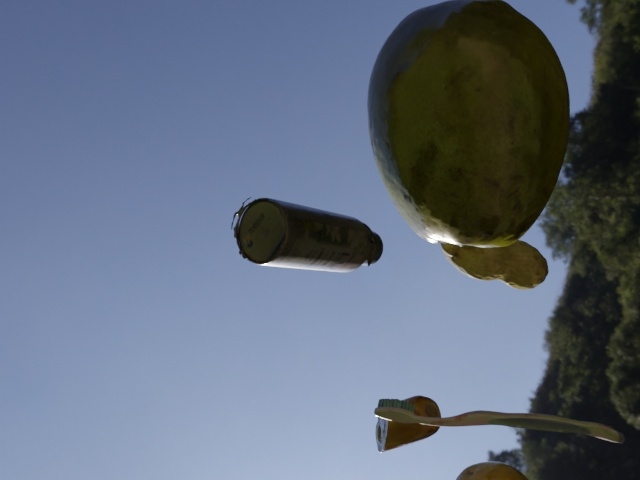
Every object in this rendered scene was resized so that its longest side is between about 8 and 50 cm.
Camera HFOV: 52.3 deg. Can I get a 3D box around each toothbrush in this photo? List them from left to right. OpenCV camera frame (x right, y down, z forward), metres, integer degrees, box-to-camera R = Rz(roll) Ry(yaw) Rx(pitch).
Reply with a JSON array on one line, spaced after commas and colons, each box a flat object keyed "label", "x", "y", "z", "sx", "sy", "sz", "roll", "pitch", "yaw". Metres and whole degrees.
[{"label": "toothbrush", "x": 0.194, "y": 0.201, "z": 0.724, "sx": 0.021, "sy": 0.269, "sz": 0.027, "roll": 81, "pitch": -163, "yaw": -47}]

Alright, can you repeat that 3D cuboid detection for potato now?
[{"label": "potato", "x": 0.355, "y": 0.529, "z": 1.294, "sx": 0.150, "sy": 0.146, "sz": 0.234, "roll": -38, "pitch": -50, "yaw": -10}]

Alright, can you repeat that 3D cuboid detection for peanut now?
[{"label": "peanut", "x": 0.276, "y": 0.027, "z": 1.044, "sx": 0.187, "sy": 0.082, "sz": 0.082, "roll": 11, "pitch": -79, "yaw": -14}]

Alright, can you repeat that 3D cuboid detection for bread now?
[{"label": "bread", "x": 0.096, "y": 0.228, "z": 0.803, "sx": 0.103, "sy": 0.049, "sz": 0.062, "roll": -28, "pitch": -35, "yaw": 25}]

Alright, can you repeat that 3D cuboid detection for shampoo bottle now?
[{"label": "shampoo bottle", "x": 0.000, "y": 0.000, "z": 0.705, "sx": 0.214, "sy": 0.072, "sz": 0.072, "roll": 9, "pitch": -78, "yaw": -56}]

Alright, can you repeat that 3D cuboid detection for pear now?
[{"label": "pear", "x": 0.177, "y": -0.141, "z": 0.817, "sx": 0.252, "sy": 0.253, "sz": 0.307, "roll": -3, "pitch": -81, "yaw": -34}]
